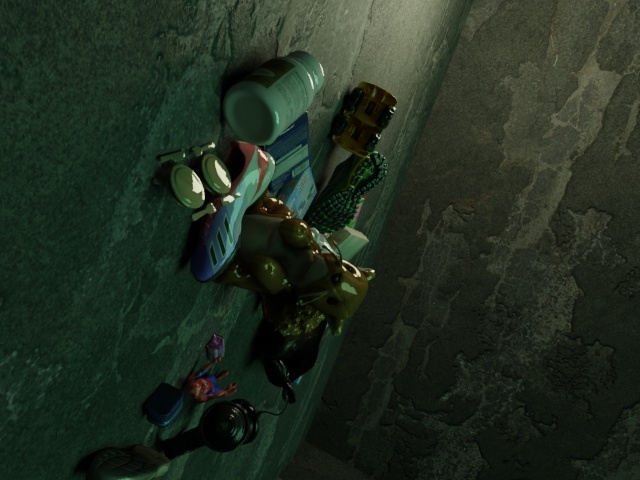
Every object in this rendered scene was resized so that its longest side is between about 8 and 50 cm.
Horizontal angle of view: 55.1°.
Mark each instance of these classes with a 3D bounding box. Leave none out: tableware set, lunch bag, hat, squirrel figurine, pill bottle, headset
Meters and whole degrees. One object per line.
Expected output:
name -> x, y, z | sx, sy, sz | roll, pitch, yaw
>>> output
tableware set -> -0.234, -0.109, 1.167 | 0.039, 0.128, 0.194 | -24, -172, 26
lunch bag -> -0.379, 0.403, 1.499 | 0.098, 0.067, 0.065 | -52, 161, -48
hat -> -0.127, 0.328, 2.125 | 0.331, 0.134, 0.331 | -35, -144, 30
squirrel figurine -> -0.055, 0.079, 1.519 | 0.281, 0.370, 0.397 | -60, 165, -21
pill bottle -> -0.088, -0.303, 1.265 | 0.229, 0.131, 0.131 | -52, 160, -44
headset -> -0.255, 0.483, 1.701 | 0.394, 0.185, 0.243 | -23, 166, 3

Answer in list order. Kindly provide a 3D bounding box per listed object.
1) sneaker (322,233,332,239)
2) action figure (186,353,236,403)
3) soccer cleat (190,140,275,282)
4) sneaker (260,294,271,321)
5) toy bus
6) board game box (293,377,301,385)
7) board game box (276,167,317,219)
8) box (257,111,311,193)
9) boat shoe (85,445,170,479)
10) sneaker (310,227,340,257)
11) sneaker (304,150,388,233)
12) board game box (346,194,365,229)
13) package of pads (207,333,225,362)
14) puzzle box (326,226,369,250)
sneaker -> 0.000, 0.000, 2.259 | 0.135, 0.052, 0.058 | -65, 162, -5
action figure -> -0.281, 0.390, 1.725 | 0.139, 0.091, 0.280 | -32, 166, 6
soccer cleat -> -0.213, -0.063, 1.315 | 0.116, 0.108, 0.318 | 27, 90, -53
sneaker -> -0.158, 0.143, 1.876 | 0.118, 0.107, 0.279 | -26, 139, -40
toy bus -> 0.132, -0.372, 1.986 | 0.220, 0.149, 0.211 | -62, -178, -5
board game box -> -0.077, 0.383, 2.334 | 0.308, 0.086, 0.302 | -62, -174, -14
board game box -> -0.071, -0.125, 1.813 | 0.160, 0.039, 0.211 | -62, 167, -14
box -> -0.087, -0.222, 1.511 | 0.136, 0.036, 0.225 | -37, 158, -18
boat shoe -> -0.444, 0.552, 1.407 | 0.116, 0.123, 0.324 | -61, 164, -11
sneaker -> -0.061, 0.082, 1.984 | 0.137, 0.210, 0.366 | -38, -172, -38
sneaker -> 0.076, -0.163, 2.047 | 0.343, 0.146, 0.134 | -46, 123, 5
board game box -> 0.110, -0.163, 2.360 | 0.242, 0.064, 0.317 | -39, 150, -61
package of pads -> -0.293, 0.305, 1.724 | 0.083, 0.032, 0.050 | 97, 20, -50
puzzle box -> 0.043, 0.064, 2.317 | 0.272, 0.052, 0.409 | -44, 168, 7
